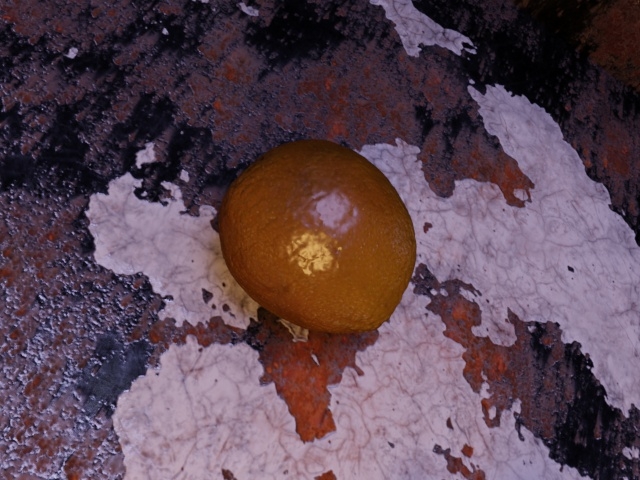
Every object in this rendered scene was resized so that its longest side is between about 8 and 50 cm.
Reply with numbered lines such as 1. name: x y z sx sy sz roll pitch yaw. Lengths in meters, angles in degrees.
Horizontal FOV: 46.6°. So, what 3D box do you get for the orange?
1. orange: 0.000 0.000 1.297 0.357 0.322 0.322 47 49 -9
